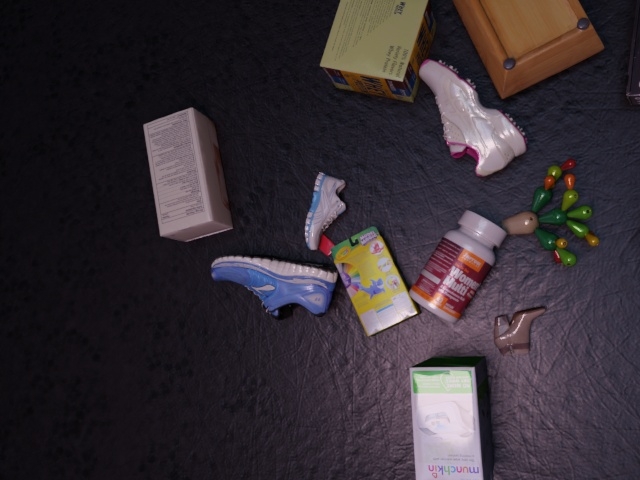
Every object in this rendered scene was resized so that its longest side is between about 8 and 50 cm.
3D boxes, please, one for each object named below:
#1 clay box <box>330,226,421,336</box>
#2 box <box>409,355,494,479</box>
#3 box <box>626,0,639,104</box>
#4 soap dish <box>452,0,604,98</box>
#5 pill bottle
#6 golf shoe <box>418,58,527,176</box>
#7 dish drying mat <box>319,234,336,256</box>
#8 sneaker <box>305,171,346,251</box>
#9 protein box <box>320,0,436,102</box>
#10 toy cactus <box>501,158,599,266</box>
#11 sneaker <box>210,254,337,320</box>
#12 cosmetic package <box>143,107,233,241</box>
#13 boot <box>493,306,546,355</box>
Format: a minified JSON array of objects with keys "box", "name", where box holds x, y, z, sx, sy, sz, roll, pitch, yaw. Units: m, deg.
[{"box":[0.122,0.092,1.334,0.127,0.053,0.222,-27,74,15],"name":"clay box"},{"box":[0.265,0.351,1.143,0.126,0.262,0.231,-5,83,19],"name":"box"},{"box":[0.770,-0.417,1.130,0.295,0.073,0.293,7,85,36],"name":"box"},{"box":[0.437,-0.488,1.264,0.229,0.118,0.291,-25,77,14],"name":"soap dish"},{"box":[0.293,0.054,1.244,0.121,0.121,0.221,33,95,19],"name":"pill bottle"},{"box":[0.306,-0.271,1.287,0.140,0.115,0.306,-45,71,12],"name":"golf shoe"},{"box":[0.000,0.000,1.410,0.083,0.008,0.032,43,97,18],"name":"dish drying mat"},{"box":[0.016,-0.065,1.379,0.082,0.071,0.191,11,82,10],"name":"sneaker"},{"box":[0.137,-0.450,1.351,0.201,0.136,0.200,17,88,20],"name":"protein box"},{"box":[0.473,-0.049,1.221,0.180,0.112,0.219,-13,81,36],"name":"toy cactus"},{"box":[-0.123,0.110,1.372,0.330,0.129,0.147,8,93,28],"name":"sneaker"},{"box":[-0.332,-0.161,1.480,0.153,0.129,0.296,-13,79,15],"name":"cosmetic package"},{"box":[0.422,0.193,1.229,0.118,0.042,0.087,-16,85,17],"name":"boot"}]
